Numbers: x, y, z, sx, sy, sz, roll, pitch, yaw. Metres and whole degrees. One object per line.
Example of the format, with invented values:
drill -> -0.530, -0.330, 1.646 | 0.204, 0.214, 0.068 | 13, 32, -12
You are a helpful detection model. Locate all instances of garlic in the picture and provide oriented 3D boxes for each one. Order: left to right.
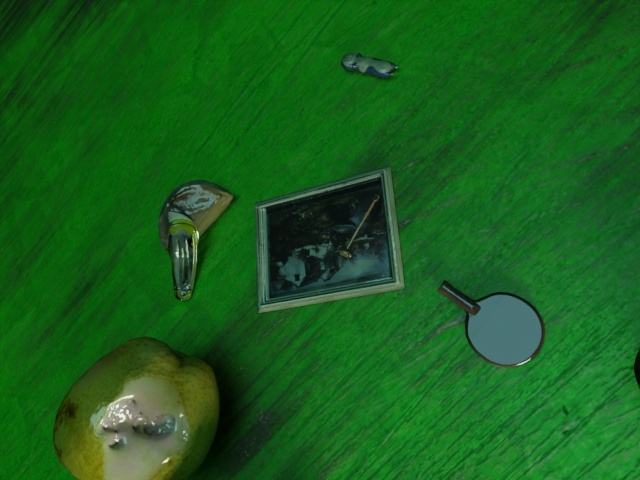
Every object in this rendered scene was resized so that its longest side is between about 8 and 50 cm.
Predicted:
garlic -> -0.279, -0.061, 1.070 | 0.195, 0.087, 0.101 | -44, 74, 9

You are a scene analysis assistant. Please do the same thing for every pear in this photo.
pear -> -0.304, 0.301, 0.877 | 0.271, 0.271, 0.270 | -8, 71, 26

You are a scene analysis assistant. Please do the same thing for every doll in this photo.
doll -> 0.092, -0.337, 0.982 | 0.125, 0.027, 0.037 | 23, 80, 32

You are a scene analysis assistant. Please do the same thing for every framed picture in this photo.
framed picture -> 0.000, 0.000, 0.936 | 0.297, 0.019, 0.232 | -14, 69, 25

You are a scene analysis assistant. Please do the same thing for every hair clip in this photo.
hair clip -> -0.278, 0.032, 1.040 | 0.060, 0.033, 0.188 | 2, 104, -3

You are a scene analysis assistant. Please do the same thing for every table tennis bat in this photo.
table tennis bat -> 0.228, 0.104, 0.724 | 0.170, 0.119, 0.107 | 36, 94, 30

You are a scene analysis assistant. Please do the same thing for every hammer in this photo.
hammer -> 0.069, -0.026, 0.886 | 0.029, 0.014, 0.122 | 30, 90, 23

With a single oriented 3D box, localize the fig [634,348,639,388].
fig -> 0.466, 0.109, 0.619 | 0.124, 0.124, 0.236 | 14, 58, 31
